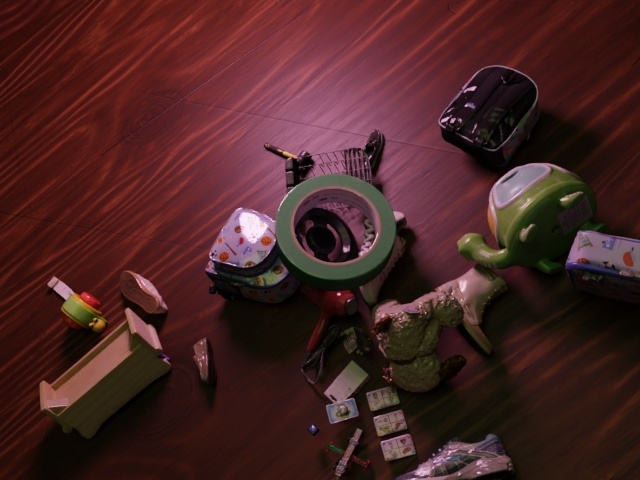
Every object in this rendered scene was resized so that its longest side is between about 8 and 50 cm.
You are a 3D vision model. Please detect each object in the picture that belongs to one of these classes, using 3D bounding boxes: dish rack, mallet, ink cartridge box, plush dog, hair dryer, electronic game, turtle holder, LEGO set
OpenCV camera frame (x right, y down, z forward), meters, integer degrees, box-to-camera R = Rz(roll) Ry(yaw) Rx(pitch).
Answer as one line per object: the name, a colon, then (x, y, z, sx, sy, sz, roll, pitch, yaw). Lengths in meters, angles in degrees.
dish rack: (0.022, -0.170, 2.104, 0.271, 0.074, 0.208, -8, 74, 13)
mallet: (-0.115, -0.269, 2.249, 0.189, 0.039, 0.062, 18, 74, 33)
ink cartridge box: (0.070, 0.378, 1.842, 0.115, 0.029, 0.063, -48, 57, -6)
plush dog: (0.225, 0.267, 1.730, 0.262, 0.210, 0.225, -15, 99, 38)
hair dryer: (0.006, 0.220, 1.914, 0.223, 0.080, 0.293, -30, 49, 15)
electronic game: (0.000, 0.000, 1.977, 0.048, 0.229, 0.229, -45, 42, 50)
turtle holder: (0.528, -0.048, 1.785, 0.320, 0.243, 0.227, -59, 39, 23)
LEGO set: (0.097, 0.489, 1.776, 0.244, 0.060, 0.182, -17, 58, 0)

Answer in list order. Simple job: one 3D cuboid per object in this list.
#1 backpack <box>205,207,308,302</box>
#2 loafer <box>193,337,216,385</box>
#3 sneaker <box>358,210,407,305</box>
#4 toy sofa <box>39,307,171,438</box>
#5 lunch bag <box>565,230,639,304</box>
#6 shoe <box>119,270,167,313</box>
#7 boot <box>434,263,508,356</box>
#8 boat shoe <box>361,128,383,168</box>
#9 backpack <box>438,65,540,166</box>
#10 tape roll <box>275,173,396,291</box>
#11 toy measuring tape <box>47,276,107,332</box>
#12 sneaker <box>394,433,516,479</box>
backpack: (-0.171, 0.046, 2.014, 0.263, 0.213, 0.276, 18, 69, 17)
loafer: (-0.332, 0.349, 2.004, 0.050, 0.056, 0.148, -21, 49, 11)
sneaker: (0.169, 0.040, 1.939, 0.118, 0.110, 0.292, 5, 66, 14)
toy sofa: (-0.625, 0.391, 2.059, 0.362, 0.177, 0.150, -41, 33, -2)
lunch bag: (0.691, 0.073, 1.590, 0.243, 0.303, 0.115, 16, 84, 26)
shoe: (-0.551, 0.165, 2.187, 0.219, 0.058, 0.076, 36, 101, 36)
boot: (0.412, 0.170, 1.787, 0.165, 0.077, 0.213, -32, 69, -8)
boat shoe: (0.157, -0.283, 2.141, 0.049, 0.040, 0.142, 5, 67, 24)
backpack: (0.482, -0.347, 1.957, 0.225, 0.191, 0.253, 34, 87, 29)
tape roll: (0.039, -0.025, 1.879, 0.321, 0.077, 0.321, 0, 63, -1)
toy measuring tape: (-0.791, 0.190, 2.229, 0.330, 0.121, 0.121, 33, 79, 31)
sneaker: (0.304, 0.532, 1.645, 0.283, 0.110, 0.122, -16, 42, 10)
